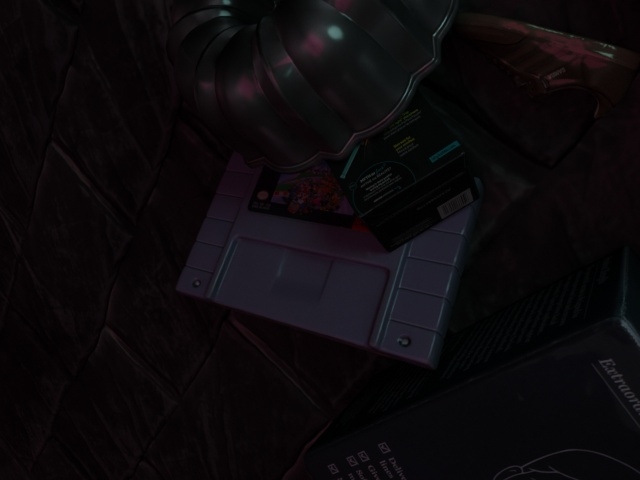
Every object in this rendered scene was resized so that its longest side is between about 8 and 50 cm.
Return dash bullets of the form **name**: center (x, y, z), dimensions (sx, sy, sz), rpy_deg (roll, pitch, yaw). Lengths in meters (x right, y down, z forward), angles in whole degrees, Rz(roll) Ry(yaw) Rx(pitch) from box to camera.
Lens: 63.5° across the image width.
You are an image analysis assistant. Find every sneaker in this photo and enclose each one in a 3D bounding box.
- **sneaker**: center (0.214, -0.181, 0.527), dimensions (0.189, 0.066, 0.071), rpy_deg (26, 118, 23)

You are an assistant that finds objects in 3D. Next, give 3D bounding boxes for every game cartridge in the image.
- **game cartridge**: center (0.000, 0.000, 0.649), dimensions (0.355, 0.068, 0.230), rpy_deg (11, 77, 28)

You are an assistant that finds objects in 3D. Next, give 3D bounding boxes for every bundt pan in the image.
- **bundt pan**: center (-0.036, -0.243, 0.536), dimensions (0.331, 0.124, 0.330), rpy_deg (-12, 68, 33)

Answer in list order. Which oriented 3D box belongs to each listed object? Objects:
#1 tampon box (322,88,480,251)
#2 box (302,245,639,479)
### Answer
- **tampon box**: center (0.074, -0.094, 0.563), dimensions (0.120, 0.101, 0.161), rpy_deg (-32, 59, 10)
- **box**: center (0.233, 0.244, 0.563), dimensions (0.395, 0.212, 0.293), rpy_deg (-38, 84, 35)
